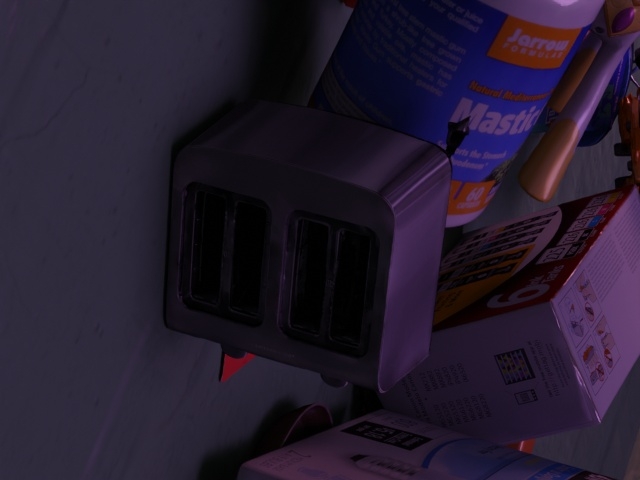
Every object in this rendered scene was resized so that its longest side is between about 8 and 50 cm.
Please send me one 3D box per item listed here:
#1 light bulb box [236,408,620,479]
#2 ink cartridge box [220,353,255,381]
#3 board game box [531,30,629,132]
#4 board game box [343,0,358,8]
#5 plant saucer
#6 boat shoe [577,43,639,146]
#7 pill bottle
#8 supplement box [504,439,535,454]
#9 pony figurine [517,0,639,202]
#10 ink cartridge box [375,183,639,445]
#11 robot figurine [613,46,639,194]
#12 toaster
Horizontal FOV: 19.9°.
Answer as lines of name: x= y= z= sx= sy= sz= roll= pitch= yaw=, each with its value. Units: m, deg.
light bulb box: x=0.136 y=0.308 z=1.467 sx=0.358 sy=0.361 sz=0.225 roll=-7 pitch=111 yaw=-71
ink cartridge box: x=0.000 y=0.000 z=1.420 sx=0.225 sy=0.056 sz=0.181 roll=-39 pitch=139 yaw=-63
board game box: x=0.272 y=-0.200 z=1.990 sx=0.210 sy=0.047 sz=0.160 roll=-7 pitch=111 yaw=-55
board game box: x=0.041 y=-0.324 z=1.275 sx=0.316 sy=0.064 sz=0.242 roll=42 pitch=64 yaw=-69
plant saucer: x=-0.034 y=0.213 z=1.516 sx=0.168 sy=0.029 sz=0.168 roll=14 pitch=90 yaw=-71
boat shoe: x=0.334 y=-0.236 z=2.126 sx=0.089 sy=0.109 sz=0.258 roll=-25 pitch=130 yaw=-71
pill bottle: x=0.105 y=-0.155 z=1.257 sx=0.272 sy=0.152 sz=0.152 roll=-62 pitch=170 yaw=32
supplement box: x=0.240 y=0.138 z=2.176 sx=0.078 sy=0.080 sz=0.233 roll=30 pitch=77 yaw=-72
pony figurine: x=0.297 y=-0.256 z=1.727 sx=0.363 sy=0.303 sz=0.351 roll=-53 pitch=-173 yaw=33
ink cartridge box: x=0.170 y=0.086 z=1.779 sx=0.130 sy=0.272 sz=0.309 roll=66 pitch=29 yaw=-11
robot figurine: x=0.365 y=-0.094 z=1.960 sx=0.291 sy=0.085 sz=0.211 roll=48 pitch=40 yaw=-83
toaster: x=-0.004 y=-0.002 z=1.221 sx=0.110 sy=0.168 sz=0.185 roll=-42 pitch=143 yaw=-57
